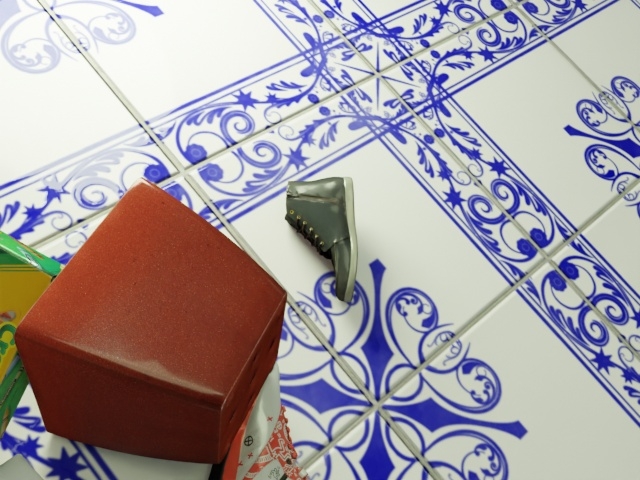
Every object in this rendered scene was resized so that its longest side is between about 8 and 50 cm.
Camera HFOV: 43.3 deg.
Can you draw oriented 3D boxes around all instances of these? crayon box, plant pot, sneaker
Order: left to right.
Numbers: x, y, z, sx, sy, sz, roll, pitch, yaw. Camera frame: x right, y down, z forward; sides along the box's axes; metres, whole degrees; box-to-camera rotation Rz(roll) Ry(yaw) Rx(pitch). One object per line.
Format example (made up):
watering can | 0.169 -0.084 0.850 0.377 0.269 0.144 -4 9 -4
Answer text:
crayon box | -0.428 0.125 0.966 0.165 0.081 0.278 27 93 8
plant pot | -0.188 0.129 1.025 0.236 0.267 0.267 22 53 9
sneaker | -0.066 0.299 1.119 0.145 0.090 0.270 28 50 -15
sneaker | 0.000 0.000 1.347 0.118 0.083 0.222 -2 66 -2

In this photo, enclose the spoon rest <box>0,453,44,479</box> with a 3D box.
spoon rest | -0.293 0.363 0.923 0.137 0.084 0.276 -33 77 -36
